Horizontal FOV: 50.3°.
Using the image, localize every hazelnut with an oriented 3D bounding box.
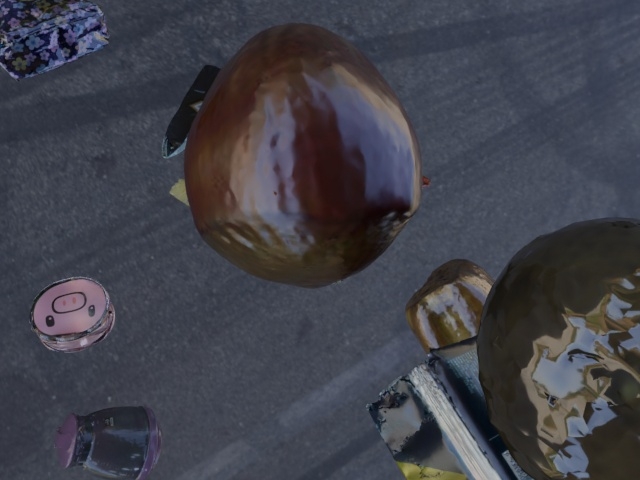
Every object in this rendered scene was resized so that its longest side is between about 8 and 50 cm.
[{"bbox_3d":[-0.036,-0.128,1.052,0.352,0.421,0.421,-16,126,-1],"label":"hazelnut"}]

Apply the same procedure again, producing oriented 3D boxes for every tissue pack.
[{"bbox_3d":[0.316,0.390,1.228,0.264,0.417,0.253,-14,153,-41],"label":"tissue pack"}]

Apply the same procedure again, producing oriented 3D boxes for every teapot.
[{"bbox_3d":[-0.332,0.301,1.050,0.146,0.148,0.116,15,104,-34],"label":"teapot"}]

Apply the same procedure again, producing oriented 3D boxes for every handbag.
[{"bbox_3d":[-0.612,0.183,1.683,0.205,0.179,0.116,-13,152,-8],"label":"handbag"},{"bbox_3d":[-0.515,-0.385,1.227,0.228,0.207,0.127,-38,142,-33],"label":"handbag"}]

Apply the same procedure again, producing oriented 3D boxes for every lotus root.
[{"bbox_3d":[0.389,0.192,1.994,0.316,0.316,0.250,-40,108,-11],"label":"lotus root"}]

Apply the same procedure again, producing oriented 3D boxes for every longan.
[{"bbox_3d":[0.396,0.162,0.923,0.391,0.391,0.391,-17,123,-27],"label":"longan"}]

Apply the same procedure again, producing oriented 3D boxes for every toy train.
[{"bbox_3d":[-0.266,-0.259,1.418,0.048,0.055,0.252,90,20,-61],"label":"toy train"}]

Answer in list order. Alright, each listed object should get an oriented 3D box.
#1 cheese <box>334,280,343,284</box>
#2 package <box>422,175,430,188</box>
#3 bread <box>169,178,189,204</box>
[{"bbox_3d":[-0.001,0.001,1.652,0.049,0.127,0.235,-33,90,-17],"label":"cheese"},{"bbox_3d":[0.072,-0.130,1.530,0.223,0.288,0.108,-44,157,-18],"label":"package"},{"bbox_3d":[-0.182,-0.148,1.959,0.405,0.242,0.346,43,78,-34],"label":"bread"}]
